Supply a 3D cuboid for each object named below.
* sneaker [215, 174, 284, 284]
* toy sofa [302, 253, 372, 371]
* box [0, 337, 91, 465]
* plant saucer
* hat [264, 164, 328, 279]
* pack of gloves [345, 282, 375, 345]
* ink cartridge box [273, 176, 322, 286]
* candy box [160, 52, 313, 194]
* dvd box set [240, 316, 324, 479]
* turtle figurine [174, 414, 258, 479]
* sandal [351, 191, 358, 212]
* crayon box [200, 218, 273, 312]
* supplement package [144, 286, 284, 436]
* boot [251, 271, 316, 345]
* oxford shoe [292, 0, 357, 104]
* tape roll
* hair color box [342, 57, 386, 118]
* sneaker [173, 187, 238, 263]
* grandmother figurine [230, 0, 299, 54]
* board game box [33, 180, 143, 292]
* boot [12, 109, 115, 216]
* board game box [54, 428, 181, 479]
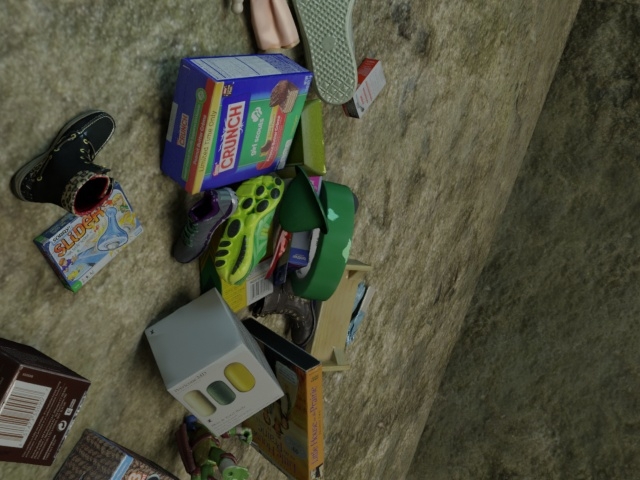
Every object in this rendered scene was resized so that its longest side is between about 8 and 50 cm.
[{"bbox_3d":[-0.172,-0.028,1.592,0.123,0.110,0.295,92,19,-66],"label":"sneaker"},{"bbox_3d":[0.020,0.218,2.099,0.150,0.177,0.362,5,102,-36],"label":"toy sofa"},{"bbox_3d":[-0.564,0.279,1.196,0.167,0.203,0.168,38,73,-56],"label":"box"},{"bbox_3d":[-0.068,-0.250,1.673,0.045,0.188,0.188,-9,97,-39],"label":"plant saucer"},{"bbox_3d":[-0.095,-0.052,1.589,0.184,0.208,0.173,-24,167,-8],"label":"hat"},{"bbox_3d":[0.107,0.254,2.337,0.232,0.046,0.195,-66,158,-5],"label":"pack of gloves"},{"bbox_3d":[-0.062,-0.030,1.771,0.186,0.065,0.310,150,-47,-74],"label":"ink cartridge box"},{"bbox_3d":[-0.187,-0.273,1.514,0.317,0.122,0.268,-22,140,-48],"label":"candy box"},{"bbox_3d":[-0.114,0.453,1.847,0.062,0.308,0.420,-22,124,-37],"label":"dvd box set"},{"bbox_3d":[-0.244,0.585,1.721,0.198,0.266,0.274,-22,110,-12],"label":"turtle figurine"},{"bbox_3d":[0.017,-0.081,2.034,0.255,0.055,0.097,-32,123,-32],"label":"sandal"},{"bbox_3d":[-0.211,0.015,1.705,0.202,0.081,0.318,-26,126,-49],"label":"crayon box"},{"bbox_3d":[-0.252,0.296,1.606,0.199,0.198,0.262,-32,137,-5],"label":"supplement package"},{"bbox_3d":[-0.113,0.197,1.947,0.229,0.091,0.262,-6,105,-49],"label":"boot"},{"bbox_3d":[0.014,-0.580,1.732,0.130,0.169,0.448,-102,-175,-69],"label":"oxford shoe"},{"bbox_3d":[0.000,0.000,1.796,0.077,0.321,0.321,12,96,-15],"label":"tape roll"},{"bbox_3d":[0.128,-0.458,2.010,0.167,0.054,0.093,-56,145,-26],"label":"hair color box"},{"bbox_3d":[-0.286,-0.038,1.516,0.223,0.083,0.098,-50,156,20],"label":"sneaker"},{"bbox_3d":[-0.130,-0.595,1.528,0.207,0.104,0.342,-59,148,-35],"label":"grandmother figurine"},{"bbox_3d":[-0.465,-0.011,1.360,0.201,0.035,0.136,-49,141,-31],"label":"board game box"},{"bbox_3d":[-0.425,-0.141,1.226,0.236,0.179,0.085,-52,142,-27],"label":"boot"},{"bbox_3d":[-0.475,0.607,1.536,0.232,0.141,0.291,-59,145,-20],"label":"board game box"}]
